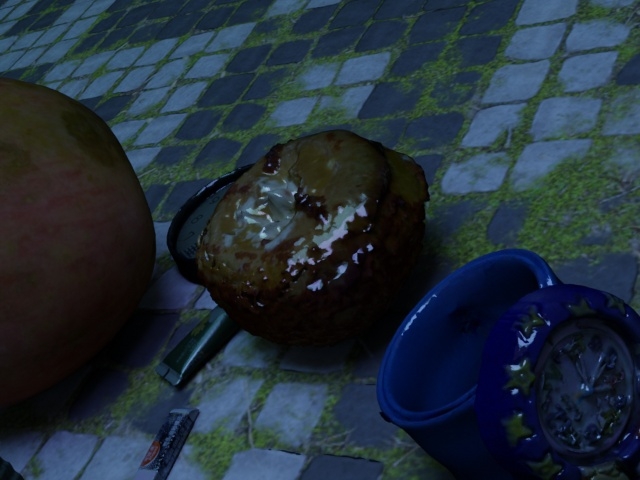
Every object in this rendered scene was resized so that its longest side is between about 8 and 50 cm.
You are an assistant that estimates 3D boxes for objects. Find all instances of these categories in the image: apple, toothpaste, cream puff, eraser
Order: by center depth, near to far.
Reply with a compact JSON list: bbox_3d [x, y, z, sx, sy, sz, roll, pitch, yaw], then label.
[{"bbox_3d":[-0.148,0.196,0.940,0.027,0.019,0.099,-5,42,32],"label":"eraser"},{"bbox_3d":[0.000,0.000,0.963,0.240,0.164,0.240,-30,34,23],"label":"cream puff"},{"bbox_3d":[-0.093,0.074,1.048,0.204,0.031,0.049,-45,36,-18],"label":"toothpaste"},{"bbox_3d":[-0.361,-0.006,1.072,0.363,0.364,0.364,-20,35,14],"label":"apple"}]

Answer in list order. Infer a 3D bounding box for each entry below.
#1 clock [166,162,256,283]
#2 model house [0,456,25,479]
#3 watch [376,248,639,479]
[{"bbox_3d":[-0.099,-0.025,1.170,0.184,0.040,0.184,-20,35,15],"label":"clock"},{"bbox_3d":[-0.310,0.284,0.844,0.172,0.167,0.183,-12,20,0],"label":"model house"},{"bbox_3d":[0.140,0.112,0.731,0.196,0.171,0.200,-43,21,-17],"label":"watch"}]
